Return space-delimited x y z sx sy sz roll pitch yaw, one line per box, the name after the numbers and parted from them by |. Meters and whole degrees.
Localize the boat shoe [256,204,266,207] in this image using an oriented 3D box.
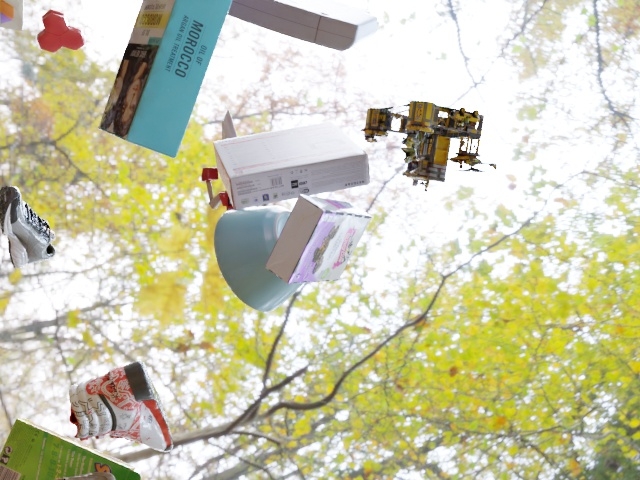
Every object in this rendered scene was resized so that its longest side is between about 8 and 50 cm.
-0.173 -0.120 1.993 0.035 0.100 0.035 -14 -83 25 | boat shoe

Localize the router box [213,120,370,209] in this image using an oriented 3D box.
-0.082 -0.199 1.651 0.301 0.336 0.082 -122 -157 -60 | router box

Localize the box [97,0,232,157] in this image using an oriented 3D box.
-0.159 -0.218 0.704 0.101 0.060 0.244 25 -85 52 | box

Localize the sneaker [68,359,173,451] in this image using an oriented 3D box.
-0.357 0.317 1.166 0.270 0.145 0.090 89 -21 -50 | sneaker

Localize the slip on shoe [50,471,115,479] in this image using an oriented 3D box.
-0.384 0.382 1.001 0.041 0.136 0.051 108 -29 -44 | slip on shoe

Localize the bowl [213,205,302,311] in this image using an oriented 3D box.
-0.130 0.027 1.811 0.163 0.312 0.311 -24 -103 31 | bowl

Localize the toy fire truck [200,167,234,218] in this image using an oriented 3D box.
-0.304 -0.129 2.018 0.135 0.047 0.191 5 -82 33 | toy fire truck

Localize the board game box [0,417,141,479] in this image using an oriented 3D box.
-0.454 0.426 1.173 0.260 0.039 0.124 20 -99 11 | board game box

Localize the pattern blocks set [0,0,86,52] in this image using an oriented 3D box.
-0.568 -0.408 1.052 0.285 0.325 0.026 97 -16 -51 | pattern blocks set

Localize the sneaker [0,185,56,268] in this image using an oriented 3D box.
-0.684 -0.037 1.525 0.271 0.108 0.100 108 -32 -55 | sneaker

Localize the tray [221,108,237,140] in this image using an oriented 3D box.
-0.285 -0.260 2.043 0.270 0.030 0.145 98 -20 -46 | tray

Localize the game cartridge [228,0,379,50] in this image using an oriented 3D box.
-0.059 -0.404 1.139 0.297 0.198 0.062 22 -57 9 | game cartridge

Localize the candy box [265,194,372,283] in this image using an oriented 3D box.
0.000 0.000 1.337 0.070 0.196 0.164 34 -73 28 | candy box

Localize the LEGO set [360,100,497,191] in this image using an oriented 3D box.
0.244 -0.218 1.595 0.331 0.255 0.192 14 -83 60 | LEGO set
